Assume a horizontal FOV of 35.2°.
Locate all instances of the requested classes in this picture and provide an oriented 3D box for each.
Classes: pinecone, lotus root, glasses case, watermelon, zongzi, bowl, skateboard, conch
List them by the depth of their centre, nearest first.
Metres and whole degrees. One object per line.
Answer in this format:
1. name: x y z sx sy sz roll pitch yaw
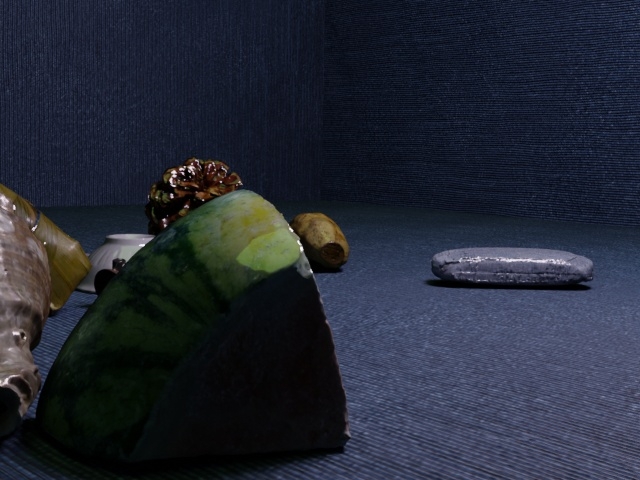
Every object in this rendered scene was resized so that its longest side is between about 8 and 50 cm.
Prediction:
1. watermelon: -0.096 0.104 0.847 0.262 0.201 0.213 -45 22 -13
2. conch: -0.369 0.055 0.874 0.297 0.210 0.352 -20 12 -28
3. zongzi: -0.480 -0.025 1.375 0.260 0.123 0.289 3 -37 42
4. skateboard: -0.266 0.074 1.404 0.151 0.067 0.080 12 20 43
5. bowl: -0.308 0.034 1.640 0.189 0.086 0.189 1 5 0
6. glasses case: 0.332 0.046 1.754 0.282 0.067 0.109 3 8 0
7. pinecone: -0.228 -0.061 1.954 0.221 0.222 0.221 1 5 0
8. lotus root: 0.000 0.000 1.970 0.110 0.097 0.258 33 -1 -18

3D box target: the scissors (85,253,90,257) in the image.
1. scissors: -0.412 0.039 1.932 0.100 0.015 0.189 0 6 -34
